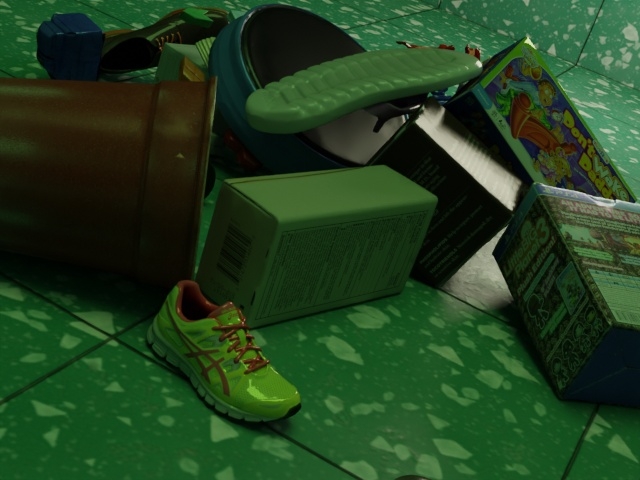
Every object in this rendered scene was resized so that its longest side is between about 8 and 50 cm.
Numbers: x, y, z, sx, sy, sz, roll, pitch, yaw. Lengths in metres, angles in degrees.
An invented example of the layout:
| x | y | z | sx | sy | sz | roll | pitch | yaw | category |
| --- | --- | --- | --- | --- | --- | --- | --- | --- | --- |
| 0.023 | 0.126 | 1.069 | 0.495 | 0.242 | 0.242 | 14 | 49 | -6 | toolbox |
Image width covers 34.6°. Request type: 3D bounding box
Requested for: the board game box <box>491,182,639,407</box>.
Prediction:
| x | y | z | sx | sy | sz | roll | pitch | yaw | category |
| --- | --- | --- | --- | --- | --- | --- | --- | --- | --- |
| 0.409 | 0.078 | 1.434 | 0.232 | 0.141 | 0.291 | 10 | 38 | -20 | board game box |

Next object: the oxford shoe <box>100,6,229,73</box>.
| x | y | z | sx | sy | sz | roll | pitch | yaw | category |
| --- | --- | --- | --- | --- | --- | --- | --- | --- | --- |
| -0.284 | -0.356 | 1.879 | 0.271 | 0.096 | 0.098 | -19 | 27 | -8 | oxford shoe |

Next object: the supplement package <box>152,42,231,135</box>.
| x | y | z | sx | sy | sz | roll | pitch | yaw | category |
| --- | --- | --- | --- | --- | --- | --- | --- | --- | --- |
| -0.200 | -0.268 | 1.825 | 0.179 | 0.105 | 0.105 | 37 | 27 | 33 | supplement package |

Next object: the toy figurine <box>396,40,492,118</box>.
| x | y | z | sx | sy | sz | roll | pitch | yaw | category |
| --- | --- | --- | --- | --- | --- | --- | --- | --- | --- |
| 0.184 | -0.200 | 1.934 | 0.191 | 0.217 | 0.362 | 6 | -16 | -13 | toy figurine |

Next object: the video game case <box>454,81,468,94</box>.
| x | y | z | sx | sy | sz | roll | pitch | yaw | category |
| --- | --- | --- | --- | --- | --- | --- | --- | --- | --- |
| 0.276 | -0.175 | 1.824 | 0.206 | 0.227 | 0.026 | -7 | 38 | -44 | video game case |

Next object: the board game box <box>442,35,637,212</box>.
| x | y | z | sx | sy | sz | roll | pitch | yaw | category |
| --- | --- | --- | --- | --- | --- | --- | --- | --- | --- |
| 0.365 | -0.137 | 1.695 | 0.347 | 0.078 | 0.233 | 53 | 45 | -9 | board game box |

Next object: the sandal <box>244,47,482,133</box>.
| x | y | z | sx | sy | sz | roll | pitch | yaw | category |
| --- | --- | --- | --- | --- | --- | --- | --- | --- | --- |
| 0.066 | -0.222 | 1.612 | 0.416 | 0.102 | 0.169 | -17 | 33 | -26 | sandal |

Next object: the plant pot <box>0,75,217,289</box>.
| x | y | z | sx | sy | sz | roll | pitch | yaw | category |
| --- | --- | --- | --- | --- | --- | --- | --- | --- | --- |
| -0.270 | -0.080 | 1.226 | 0.265 | 0.272 | 0.272 | 7 | 26 | -7 | plant pot |

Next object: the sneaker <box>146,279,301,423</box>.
| x | y | z | sx | sy | sz | roll | pitch | yaw | category |
| --- | --- | --- | --- | --- | --- | --- | --- | --- | --- |
| -0.102 | 0.117 | 1.108 | 0.208 | 0.094 | 0.081 | 32 | 26 | 24 | sneaker |

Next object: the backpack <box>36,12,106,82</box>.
| x | y | z | sx | sy | sz | roll | pitch | yaw | category |
| --- | --- | --- | --- | --- | --- | --- | --- | --- | --- |
| -0.429 | -0.315 | 1.745 | 0.101 | 0.120 | 0.098 | -10 | 38 | -30 | backpack |

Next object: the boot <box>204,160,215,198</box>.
| x | y | z | sx | sy | sz | roll | pitch | yaw | category |
| --- | --- | --- | --- | --- | --- | --- | --- | --- | --- |
| -0.305 | -0.140 | 1.514 | 0.263 | 0.091 | 0.229 | 11 | 17 | -34 | boot |

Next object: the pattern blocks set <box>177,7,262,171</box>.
| x | y | z | sx | sy | sz | roll | pitch | yaw | category |
| --- | --- | --- | --- | --- | --- | --- | --- | --- | --- |
| -0.119 | -0.267 | 1.740 | 0.285 | 0.026 | 0.324 | -18 | 70 | -51 | pattern blocks set |

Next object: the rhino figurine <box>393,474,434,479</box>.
| x | y | z | sx | sy | sz | roll | pitch | yaw | category |
| --- | --- | --- | --- | --- | --- | --- | --- | --- | --- |
| 0.124 | 0.300 | 0.914 | 0.106 | 0.073 | 0.243 | 11 | 27 | -27 | rhino figurine |

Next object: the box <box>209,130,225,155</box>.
| x | y | z | sx | sy | sz | roll | pitch | yaw | category |
| --- | --- | --- | --- | --- | --- | --- | --- | --- | --- |
| -0.238 | -0.179 | 1.625 | 0.145 | 0.038 | 0.186 | 23 | 7 | 6 | box |

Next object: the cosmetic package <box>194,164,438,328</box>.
| x | y | z | sx | sy | sz | roll | pitch | yaw | category |
| --- | --- | --- | --- | --- | --- | --- | --- | --- | --- |
| 0.000 | 0.000 | 1.348 | 0.113 | 0.160 | 0.309 | 36 | 28 | 33 | cosmetic package |

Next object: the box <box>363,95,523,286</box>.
| x | y | z | sx | sy | sz | roll | pitch | yaw | category |
| --- | --- | --- | --- | --- | --- | --- | --- | --- | --- |
| 0.172 | -0.076 | 1.542 | 0.203 | 0.167 | 0.168 | 43 | 26 | -2 | box |

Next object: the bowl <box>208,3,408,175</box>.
| x | y | z | sx | sy | sz | roll | pitch | yaw | category |
| --- | --- | --- | --- | --- | --- | --- | --- | --- | --- |
| -0.006 | -0.241 | 1.740 | 0.391 | 0.077 | 0.391 | 25 | 43 | -26 | bowl |
